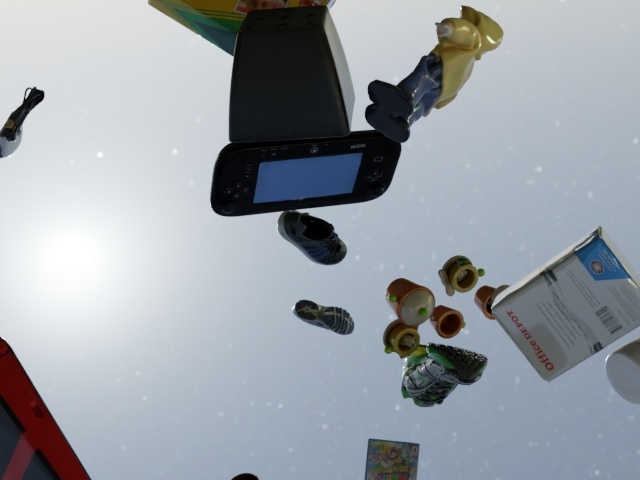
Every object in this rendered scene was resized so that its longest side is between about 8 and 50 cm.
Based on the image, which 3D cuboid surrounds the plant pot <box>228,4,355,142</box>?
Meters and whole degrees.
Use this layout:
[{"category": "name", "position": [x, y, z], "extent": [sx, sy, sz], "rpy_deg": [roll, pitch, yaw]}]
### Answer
[{"category": "plant pot", "position": [-0.049, -0.266, 1.561], "extent": [0.187, 0.167, 0.188], "rpy_deg": [-3, -153, 6]}]

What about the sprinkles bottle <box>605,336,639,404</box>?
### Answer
[{"category": "sprinkles bottle", "position": [0.758, 0.211, 2.103], "extent": [0.355, 0.121, 0.121], "rpy_deg": [-26, -154, -26]}]

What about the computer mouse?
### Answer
[{"category": "computer mouse", "position": [-0.537, -0.191, 1.762], "extent": [0.193, 0.042, 0.106], "rpy_deg": [-29, -144, 56]}]

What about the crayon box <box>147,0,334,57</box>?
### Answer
[{"category": "crayon box", "position": [-0.118, -0.548, 2.020], "extent": [0.313, 0.363, 0.106], "rpy_deg": [32, 161, 0]}]

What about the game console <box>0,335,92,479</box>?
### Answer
[{"category": "game console", "position": [-0.411, 0.341, 1.335], "extent": [0.060, 0.387, 0.342], "rpy_deg": [-24, -114, -44]}]

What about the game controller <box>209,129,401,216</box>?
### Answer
[{"category": "game controller", "position": [-0.024, -0.112, 1.654], "extent": [0.319, 0.166, 0.067], "rpy_deg": [-8, -118, -18]}]

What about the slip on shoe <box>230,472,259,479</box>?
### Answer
[{"category": "slip on shoe", "position": [-0.107, 0.486, 1.629], "extent": [0.123, 0.101, 0.331], "rpy_deg": [-16, -162, -6]}]

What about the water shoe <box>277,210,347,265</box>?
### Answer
[{"category": "water shoe", "position": [0.000, 0.000, 2.010], "extent": [0.080, 0.073, 0.203], "rpy_deg": [-2, 160, 42]}]

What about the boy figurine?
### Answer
[{"category": "boy figurine", "position": [0.186, -0.277, 1.547], "extent": [0.092, 0.177, 0.285], "rpy_deg": [31, -121, 20]}]

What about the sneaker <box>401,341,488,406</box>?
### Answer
[{"category": "sneaker", "position": [0.281, 0.316, 2.311], "extent": [0.134, 0.146, 0.343], "rpy_deg": [13, 169, -11]}]

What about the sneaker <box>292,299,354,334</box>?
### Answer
[{"category": "sneaker", "position": [0.004, 0.153, 2.023], "extent": [0.135, 0.052, 0.058], "rpy_deg": [24, 164, -15]}]

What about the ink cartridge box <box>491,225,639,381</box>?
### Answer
[{"category": "ink cartridge box", "position": [0.366, 0.092, 1.454], "extent": [0.190, 0.140, 0.082], "rpy_deg": [-37, -177, 22]}]

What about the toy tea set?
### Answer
[{"category": "toy tea set", "position": [0.294, 0.152, 2.267], "extent": [0.336, 0.200, 0.124], "rpy_deg": [-21, -152, -17]}]

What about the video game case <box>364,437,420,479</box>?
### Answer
[{"category": "video game case", "position": [0.159, 0.538, 2.280], "extent": [0.119, 0.166, 0.015], "rpy_deg": [5, 174, 2]}]
